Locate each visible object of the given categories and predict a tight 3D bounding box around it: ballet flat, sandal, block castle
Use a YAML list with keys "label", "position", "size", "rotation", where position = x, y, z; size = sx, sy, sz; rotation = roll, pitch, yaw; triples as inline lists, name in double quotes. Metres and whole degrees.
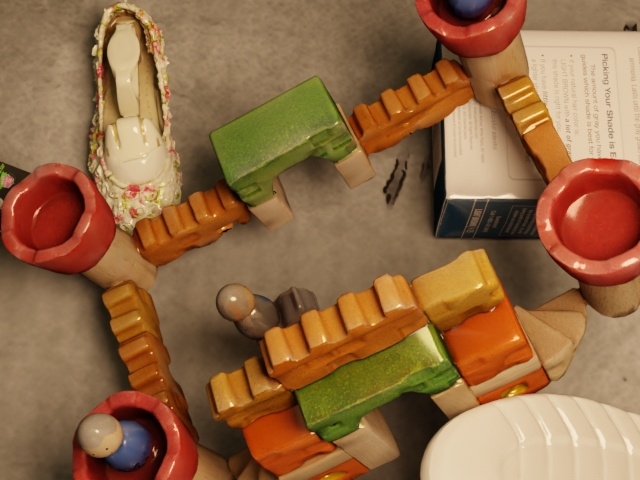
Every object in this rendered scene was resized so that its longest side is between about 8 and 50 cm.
- label: "ballet flat"
  position: [-0.180, -0.117, 1.045]
  size: [0.091, 0.077, 0.241]
  rotation: [-9, 71, -5]
- label: "sandal"
  position: [0.253, 0.221, 0.876]
  size: [0.416, 0.102, 0.169]
  rotation: [8, 59, -23]
- label: "block castle"
  position: [0.000, 0.000, 0.849]
  size: [0.453, 0.213, 0.303]
  rotation: [-27, 63, 7]

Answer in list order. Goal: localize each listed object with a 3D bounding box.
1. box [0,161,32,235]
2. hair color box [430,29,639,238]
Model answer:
- label: "box"
  position: [-0.287, -0.036, 1.021]
  size: [0.083, 0.062, 0.052]
  rotation: [21, 69, 8]
- label: "hair color box"
  position: [0.278, -0.094, 1.026]
  size: [0.347, 0.105, 0.174]
  rotation: [1, 70, 0]
